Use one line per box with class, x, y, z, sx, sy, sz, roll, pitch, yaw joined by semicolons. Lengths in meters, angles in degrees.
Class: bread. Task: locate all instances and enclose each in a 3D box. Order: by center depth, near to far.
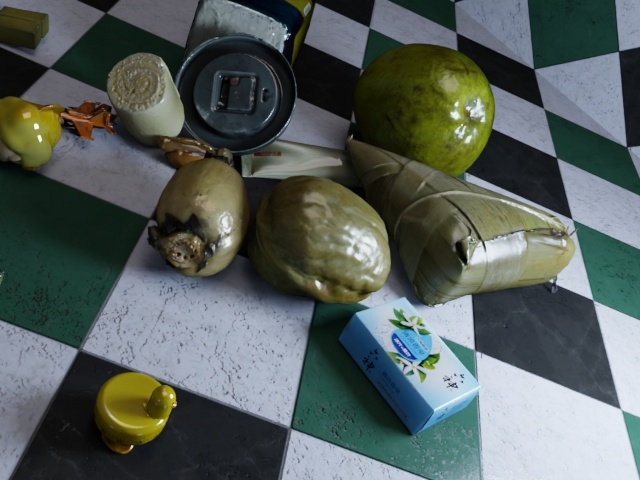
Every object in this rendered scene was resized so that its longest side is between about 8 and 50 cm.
bread;-0.366;-0.295;1.546;0.134;0.141;0.148;-4;67;4

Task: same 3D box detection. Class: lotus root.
lotus root;-0.212;-0.066;1.367;0.183;0.182;0.310;21;37;-11

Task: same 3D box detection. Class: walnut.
walnut;0.000;0.000;1.391;0.283;0.227;0.283;24;42;-24

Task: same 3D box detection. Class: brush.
brush;-0.745;-0.495;1.653;0.233;0.047;0.103;10;39;-7

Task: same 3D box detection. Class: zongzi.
zongzi;0.352;-0.094;1.702;0.500;0.218;0.467;-5;56;-33

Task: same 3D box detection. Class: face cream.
face cream;-0.021;-0.180;1.722;0.341;0.084;0.137;6;54;-18

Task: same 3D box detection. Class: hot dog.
hot dog;-0.281;-0.188;1.570;0.140;0.060;0.090;15;34;-12

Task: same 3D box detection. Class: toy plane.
toy plane;-0.511;-0.251;1.506;0.188;0.062;0.135;0;43;-13

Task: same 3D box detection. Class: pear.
pear;0.258;-0.320;1.821;0.352;0.352;0.413;7;7;-27

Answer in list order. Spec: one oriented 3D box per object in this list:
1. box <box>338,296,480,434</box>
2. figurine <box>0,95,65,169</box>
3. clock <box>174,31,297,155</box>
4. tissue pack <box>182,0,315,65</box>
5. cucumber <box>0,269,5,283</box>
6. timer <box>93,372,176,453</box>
box;0.162;0.224;1.347;0.143;0.083;0.232;-12;51;-43
figurine;-0.582;-0.189;1.335;0.246;0.131;0.156;-32;86;-36
clock;-0.189;-0.327;1.653;0.281;0.280;0.055;32;-7;5
tissue pack;-0.172;-0.541;1.894;0.253;0.264;0.416;21;36;-4
cucumber;-0.624;0.019;1.099;0.294;0.067;0.067;24;37;-5
timer;-0.262;0.232;1.036;0.107;0.109;0.107;18;38;-14
